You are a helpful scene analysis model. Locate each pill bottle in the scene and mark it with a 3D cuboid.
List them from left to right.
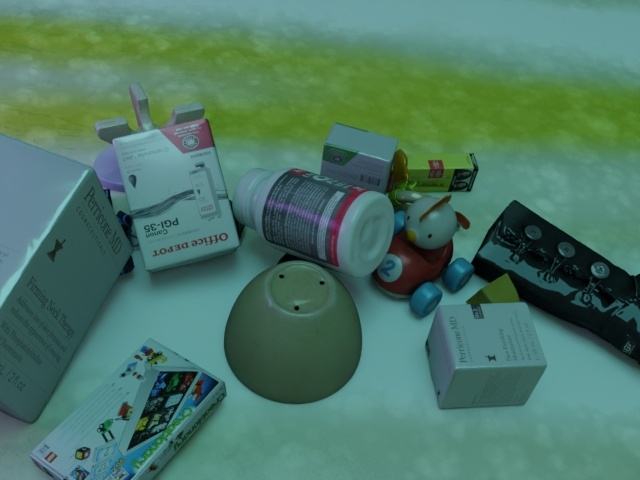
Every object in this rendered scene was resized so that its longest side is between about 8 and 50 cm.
[{"bbox_3d":[-0.023,-0.050,1.559,0.318,0.176,0.176,19,48,32],"label":"pill bottle"}]

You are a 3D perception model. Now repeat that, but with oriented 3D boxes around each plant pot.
[{"bbox_3d":[-0.046,0.150,1.491,0.284,0.191,0.284,4,50,-5],"label":"plant pot"},{"bbox_3d":[0.381,0.135,1.634,0.081,0.081,0.083,-26,74,-26],"label":"plant pot"}]

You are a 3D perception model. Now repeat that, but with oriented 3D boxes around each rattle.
[{"bbox_3d":[0.260,-0.113,1.786,0.199,0.130,0.143,10,59,2],"label":"rattle"}]

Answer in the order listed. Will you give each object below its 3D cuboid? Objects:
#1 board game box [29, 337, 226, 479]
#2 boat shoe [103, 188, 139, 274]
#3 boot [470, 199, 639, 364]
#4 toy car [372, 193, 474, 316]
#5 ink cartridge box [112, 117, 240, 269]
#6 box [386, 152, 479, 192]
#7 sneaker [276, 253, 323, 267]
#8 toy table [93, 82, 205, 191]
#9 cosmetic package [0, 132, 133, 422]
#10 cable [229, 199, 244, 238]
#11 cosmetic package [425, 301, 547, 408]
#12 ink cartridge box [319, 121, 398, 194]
[{"bbox_3d":[-0.340,0.330,1.372,0.192,0.053,0.305,25,51,25],"label":"board game box"},{"bbox_3d":[-0.452,-0.037,1.653,0.089,0.109,0.258,-19,57,-25],"label":"boat shoe"},{"bbox_3d":[0.610,0.044,1.712,0.445,0.146,0.367,29,50,22],"label":"boot"},{"bbox_3d":[0.213,-0.007,1.626,0.210,0.238,0.219,-32,60,-29],"label":"toy car"},{"bbox_3d":[-0.301,-0.092,1.606,0.207,0.117,0.283,-15,89,-10],"label":"ink cartridge box"},{"bbox_3d":[0.265,-0.167,1.869,0.232,0.087,0.058,0,50,-9],"label":"box"},{"bbox_3d":[0.000,0.000,1.670,0.222,0.118,0.083,-26,58,-26],"label":"sneaker"},{"bbox_3d":[-0.401,-0.235,1.791,0.274,0.161,0.252,-27,58,-28],"label":"toy table"},{"bbox_3d":[-0.601,0.053,1.363,0.327,0.329,0.394,20,64,10],"label":"cosmetic package"},{"bbox_3d":[-0.265,-0.031,1.716,0.184,0.047,0.151,-26,65,-21],"label":"cable"},{"bbox_3d":[0.320,0.226,1.497,0.183,0.151,0.151,-1,49,-8],"label":"cosmetic package"},{"bbox_3d":[0.081,-0.148,1.746,0.154,0.212,0.093,15,46,7],"label":"ink cartridge box"}]
